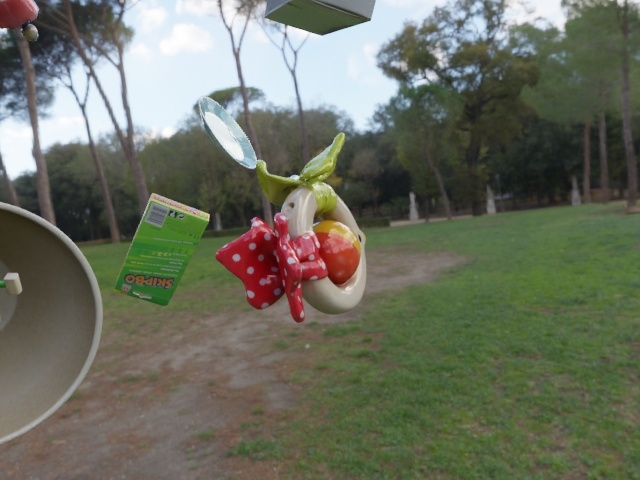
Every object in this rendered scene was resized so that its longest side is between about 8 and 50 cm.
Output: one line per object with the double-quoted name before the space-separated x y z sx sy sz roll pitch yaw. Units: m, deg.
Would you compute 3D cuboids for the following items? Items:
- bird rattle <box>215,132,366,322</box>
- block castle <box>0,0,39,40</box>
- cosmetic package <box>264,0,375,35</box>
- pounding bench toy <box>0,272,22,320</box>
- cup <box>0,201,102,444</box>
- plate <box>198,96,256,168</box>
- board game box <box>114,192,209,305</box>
"bird rattle" 0.000 0.000 0.677 0.143 0.207 0.253 -26 39 23
"block castle" -0.775 -0.542 1.185 0.453 0.303 0.213 -2 -39 11
"cosmetic package" -0.002 -0.414 0.938 0.127 0.107 0.238 11 7 -19
"pounding bench toy" -0.333 0.050 0.525 0.065 0.052 0.083 13 23 17
"cup" -0.513 0.100 0.806 0.331 0.331 0.237 -10 11 -35
"plate" -0.206 -0.229 1.230 0.024 0.188 0.188 -32 -3 16
"board game box" -0.343 0.028 1.209 0.124 0.259 0.039 21 28 -19
